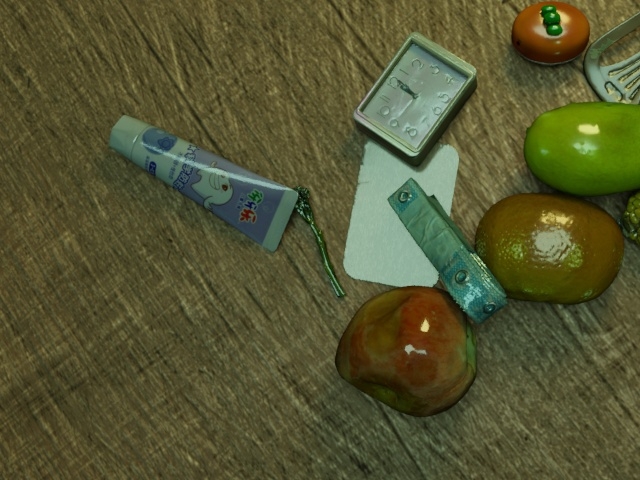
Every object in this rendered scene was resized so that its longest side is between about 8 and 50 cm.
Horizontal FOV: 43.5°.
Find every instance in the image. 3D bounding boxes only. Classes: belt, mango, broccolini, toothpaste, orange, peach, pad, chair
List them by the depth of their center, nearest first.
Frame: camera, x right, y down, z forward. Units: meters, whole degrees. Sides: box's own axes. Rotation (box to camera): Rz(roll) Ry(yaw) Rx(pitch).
[{"bbox_3d":[0.597,-0.350,1.280,0.326,0.183,0.175,-38,77,4],"label":"chair"},{"bbox_3d":[0.462,-0.150,1.288,0.273,0.185,0.149,-5,104,-6],"label":"mango"},{"bbox_3d":[0.368,0.013,1.296,0.237,0.158,0.179,10,84,13],"label":"orange"},{"bbox_3d":[0.137,0.183,1.309,0.235,0.214,0.214,-9,81,29],"label":"peach"},{"bbox_3d":[0.202,0.010,1.313,0.072,0.087,0.302,-44,46,16],"label":"belt"},{"bbox_3d":[0.143,-0.051,1.429,0.176,0.002,0.266,10,86,13],"label":"pad"},{"bbox_3d":[0.000,0.000,1.443,0.044,0.042,0.218,-27,85,6],"label":"broccolini"},{"bbox_3d":[-0.217,-0.119,1.478,0.371,0.080,0.125,29,111,10],"label":"toothpaste"}]

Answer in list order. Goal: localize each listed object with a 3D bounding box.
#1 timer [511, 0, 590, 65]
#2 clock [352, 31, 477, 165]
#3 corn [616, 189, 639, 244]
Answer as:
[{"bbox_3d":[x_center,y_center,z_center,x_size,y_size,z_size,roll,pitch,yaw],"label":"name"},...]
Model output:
[{"bbox_3d":[0.389,-0.353,1.355,0.136,0.136,0.099,-3,88,11],"label":"timer"},{"bbox_3d":[0.165,-0.249,1.411,0.147,0.071,0.192,37,91,14],"label":"clock"},{"bbox_3d":[0.638,-0.076,1.282,0.313,0.102,0.102,-20,80,7],"label":"corn"}]
